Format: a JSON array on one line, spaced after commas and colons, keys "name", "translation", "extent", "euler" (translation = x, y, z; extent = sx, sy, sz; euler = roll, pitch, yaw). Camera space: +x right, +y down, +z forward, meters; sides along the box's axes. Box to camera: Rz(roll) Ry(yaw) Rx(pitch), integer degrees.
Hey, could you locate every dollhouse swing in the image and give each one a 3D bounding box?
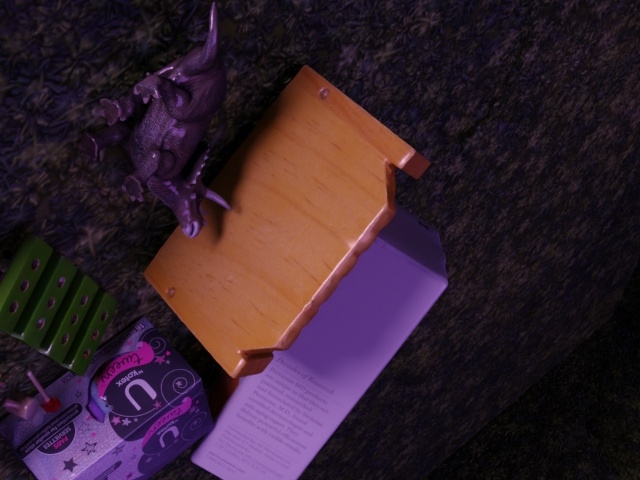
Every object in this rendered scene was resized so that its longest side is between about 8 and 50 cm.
[{"name": "dollhouse swing", "translation": [0.000, 0.000, 1.413], "extent": [0.346, 0.315, 0.305], "euler": [-51, 143, 6]}]

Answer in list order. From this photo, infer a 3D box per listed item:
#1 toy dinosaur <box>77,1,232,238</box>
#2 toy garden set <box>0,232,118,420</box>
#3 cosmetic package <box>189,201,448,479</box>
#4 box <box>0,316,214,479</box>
[{"name": "toy dinosaur", "translation": [-0.166, -0.143, 1.165], "extent": [0.160, 0.121, 0.313], "euler": [-35, 149, -50]}, {"name": "toy garden set", "translation": [-0.346, 0.120, 1.242], "extent": [0.244, 0.049, 0.203], "euler": [62, 48, -66]}, {"name": "cosmetic package", "translation": [-0.005, 0.155, 1.603], "extent": [0.453, 0.162, 0.230], "euler": [-54, -170, 17]}, {"name": "box", "translation": [-0.290, 0.257, 1.456], "extent": [0.247, 0.142, 0.163], "euler": [-38, 152, -21]}]
